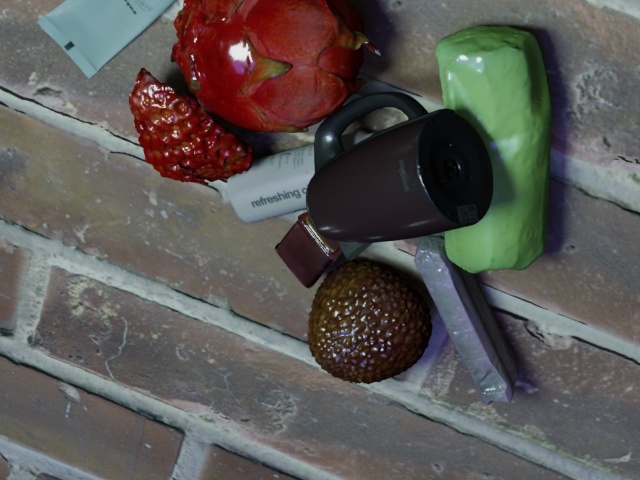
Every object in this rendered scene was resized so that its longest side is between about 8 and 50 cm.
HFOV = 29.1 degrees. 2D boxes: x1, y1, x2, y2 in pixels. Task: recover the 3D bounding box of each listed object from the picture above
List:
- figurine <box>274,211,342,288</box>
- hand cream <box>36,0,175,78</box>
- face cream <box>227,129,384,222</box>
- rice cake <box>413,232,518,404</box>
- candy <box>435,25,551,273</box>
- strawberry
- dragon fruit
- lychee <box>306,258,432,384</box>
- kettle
[{"bbox_3d":[0.000,0.001,1.811,0.082,0.098,0.154,49,152,5],"label":"figurine"},{"bbox_3d":[-0.264,-0.335,1.691,0.320,0.067,0.109,-29,112,36],"label":"hand cream"},{"bbox_3d":[0.021,-0.100,1.734,0.311,0.092,0.092,-13,118,24],"label":"face cream"},{"bbox_3d":[0.216,0.108,1.800,0.050,0.106,0.298,-15,117,25],"label":"rice cake"},{"bbox_3d":[0.229,-0.115,1.631,0.142,0.132,0.344,13,127,30],"label":"candy"},{"bbox_3d":[-0.201,-0.143,1.685,0.190,0.236,0.111,36,90,24],"label":"strawberry"},{"bbox_3d":[-0.066,-0.248,1.577,0.252,0.241,0.241,32,129,-29],"label":"dragon fruit"},{"bbox_3d":[0.071,0.125,1.818,0.194,0.194,0.195,8,125,12],"label":"lychee"},{"bbox_3d":[0.080,-0.089,1.574,0.232,0.144,0.202,-15,88,43],"label":"kettle"}]
